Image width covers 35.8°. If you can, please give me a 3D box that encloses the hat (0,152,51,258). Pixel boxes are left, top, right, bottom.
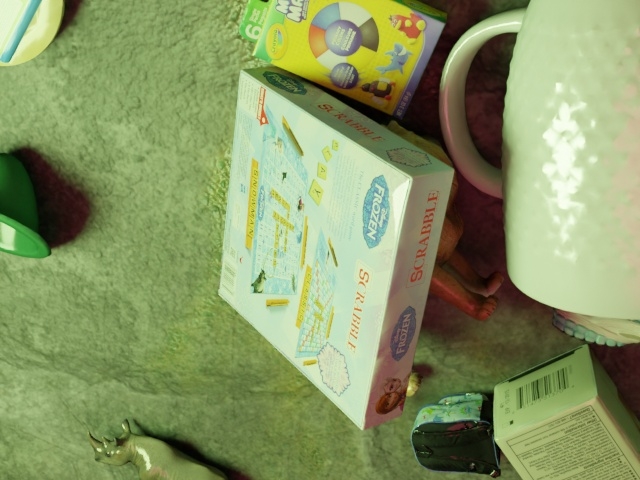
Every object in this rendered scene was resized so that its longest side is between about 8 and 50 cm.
[{"bbox_3d":[-0.411,-0.099,1.318,0.173,0.184,0.208,15,160,10],"label":"hat"}]

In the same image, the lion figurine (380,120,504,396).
[{"bbox_3d":[0.072,0.053,1.241,0.240,0.142,0.392,36,122,0],"label":"lion figurine"}]

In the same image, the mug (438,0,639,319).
[{"bbox_3d":[0.288,-0.131,1.055,0.374,0.276,0.328,12,117,40],"label":"mug"}]

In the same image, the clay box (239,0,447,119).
[{"bbox_3d":[0.019,-0.243,1.146,0.222,0.053,0.127,22,118,-2],"label":"clay box"}]

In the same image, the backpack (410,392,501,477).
[{"bbox_3d":[0.185,0.264,1.354,0.114,0.084,0.105,-6,118,16],"label":"backpack"}]

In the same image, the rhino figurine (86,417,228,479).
[{"bbox_3d":[-0.241,0.344,1.484,0.243,0.073,0.106,31,122,-4],"label":"rhino figurine"}]

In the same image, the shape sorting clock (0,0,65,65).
[{"bbox_3d":[-0.402,-0.312,1.197,0.206,0.040,0.206,6,121,10],"label":"shape sorting clock"}]

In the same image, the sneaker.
[{"bbox_3d":[0.421,0.075,1.181,0.283,0.110,0.122,9,106,21],"label":"sneaker"}]

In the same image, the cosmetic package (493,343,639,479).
[{"bbox_3d":[0.367,0.305,1.316,0.153,0.129,0.296,-28,108,21],"label":"cosmetic package"}]

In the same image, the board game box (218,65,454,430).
[{"bbox_3d":[0.000,0.000,1.155,0.318,0.066,0.319,39,130,42],"label":"board game box"}]
